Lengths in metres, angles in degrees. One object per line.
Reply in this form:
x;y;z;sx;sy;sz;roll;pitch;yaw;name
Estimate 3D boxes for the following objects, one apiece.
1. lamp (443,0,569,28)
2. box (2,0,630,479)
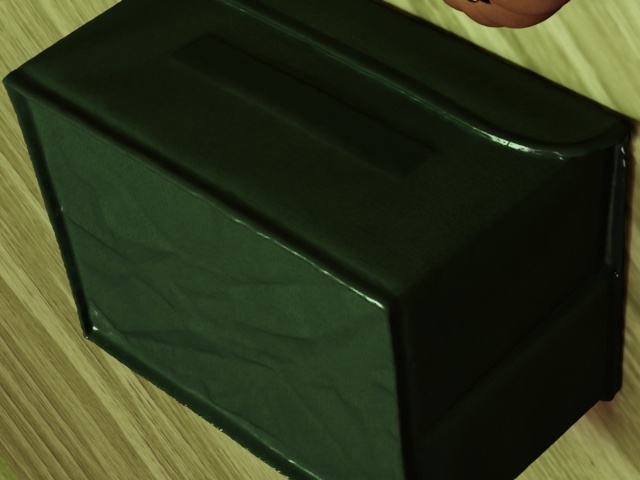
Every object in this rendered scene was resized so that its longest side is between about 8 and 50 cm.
0.093;-0.163;0.835;0.107;0.092;0.107;37;149;27;lamp
0.001;-0.001;1.037;0.345;0.204;0.251;30;145;32;box
